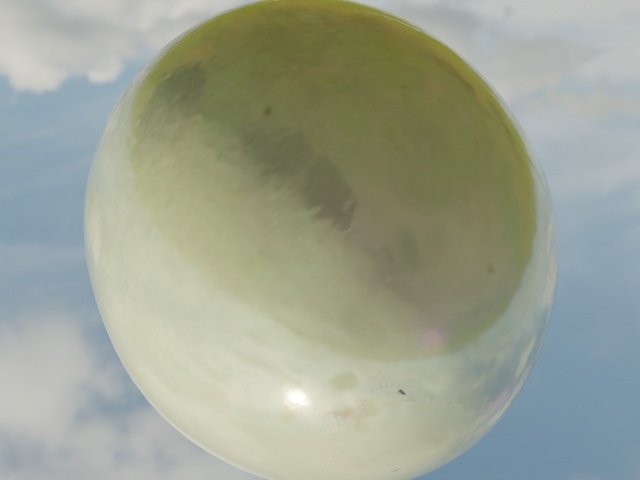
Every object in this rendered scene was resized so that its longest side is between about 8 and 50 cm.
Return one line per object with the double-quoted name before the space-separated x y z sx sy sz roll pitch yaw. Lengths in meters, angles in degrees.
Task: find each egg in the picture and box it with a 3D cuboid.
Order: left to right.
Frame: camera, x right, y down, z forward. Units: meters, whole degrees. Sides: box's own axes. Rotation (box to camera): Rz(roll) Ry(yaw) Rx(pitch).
"egg" 0.000 0.000 0.416 0.151 0.151 0.209 1 -157 -16
